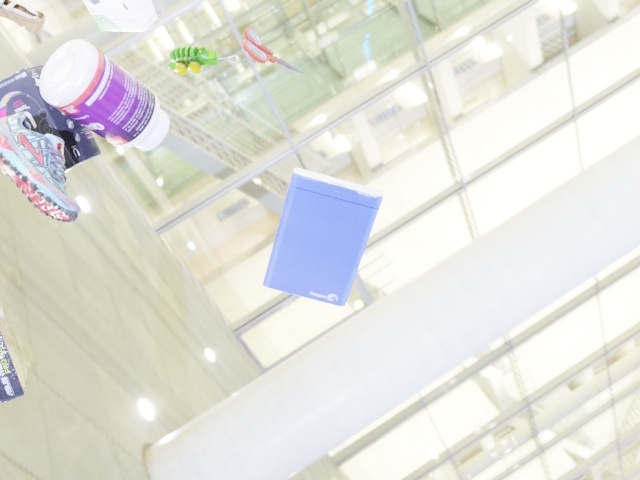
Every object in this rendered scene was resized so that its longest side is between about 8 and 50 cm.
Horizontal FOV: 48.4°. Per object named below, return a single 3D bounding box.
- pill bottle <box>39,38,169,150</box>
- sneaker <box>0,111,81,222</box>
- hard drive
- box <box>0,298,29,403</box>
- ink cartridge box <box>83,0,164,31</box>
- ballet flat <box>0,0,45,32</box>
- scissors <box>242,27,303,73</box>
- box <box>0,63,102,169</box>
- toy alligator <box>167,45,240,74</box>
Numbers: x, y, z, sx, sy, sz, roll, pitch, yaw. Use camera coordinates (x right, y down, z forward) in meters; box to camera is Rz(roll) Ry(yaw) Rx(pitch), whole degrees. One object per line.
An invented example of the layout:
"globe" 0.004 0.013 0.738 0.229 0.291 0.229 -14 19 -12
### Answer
"pill bottle" -0.545 -0.360 1.841 0.323 0.181 0.181 36 15 -51
"sneaker" -0.537 -0.152 1.373 0.262 0.125 0.104 45 -25 7
"hard drive" 0.000 0.000 1.672 0.040 0.210 0.319 -81 -173 -58
"box" -0.806 0.246 1.775 0.216 0.060 0.270 16 -56 69
"ink cartridge box" -0.614 -0.757 2.079 0.198 0.115 0.273 11 -35 31
"ballet flat" -0.888 -0.667 2.010 0.232 0.073 0.080 18 46 -49
"scissors" -0.144 -0.558 2.223 0.297 0.021 0.109 30 44 -48
"box" -0.732 -0.306 1.874 0.270 0.165 0.143 65 20 -13
"toy alligator" -0.261 -0.396 1.526 0.189 0.056 0.051 2 -29 29
